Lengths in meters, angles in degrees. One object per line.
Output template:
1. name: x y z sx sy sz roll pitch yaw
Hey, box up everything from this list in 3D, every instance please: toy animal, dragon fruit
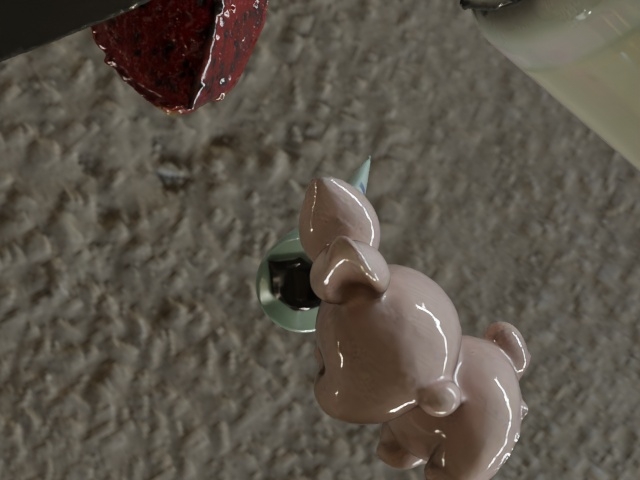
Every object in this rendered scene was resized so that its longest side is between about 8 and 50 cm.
1. toy animal: 0.034 0.059 0.874 0.124 0.124 0.212 -46 116 -3
2. dragon fruit: -0.159 -0.295 1.520 0.205 0.152 0.317 15 92 19

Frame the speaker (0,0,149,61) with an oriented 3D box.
1. speaker: -0.255 -0.305 1.175 0.253 0.184 0.232 -16 133 30

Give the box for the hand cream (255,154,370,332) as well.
1. hand cream: 0.000 0.000 1.120 0.067 0.321 0.109 29 103 -2

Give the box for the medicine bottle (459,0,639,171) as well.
1. medicine bottle: 0.266 -0.077 0.687 0.378 0.213 0.214 37 90 -20
